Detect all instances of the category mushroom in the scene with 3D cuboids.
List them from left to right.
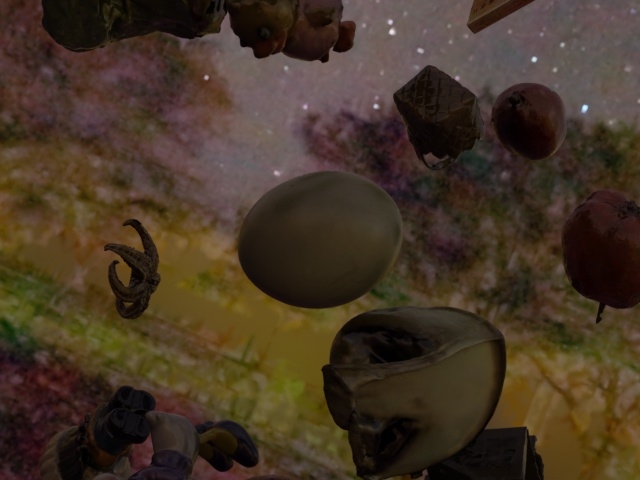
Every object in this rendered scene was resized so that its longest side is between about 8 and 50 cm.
[{"bbox_3d":[0.122,0.238,1.351,0.291,0.218,0.212,-19,34,-30],"label":"mushroom"}]

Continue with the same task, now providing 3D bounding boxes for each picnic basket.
[{"bbox_3d":[0.211,-0.192,1.457,0.138,0.128,0.178,47,-12,38],"label":"picnic basket"}]

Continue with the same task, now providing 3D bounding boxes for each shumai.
[{"bbox_3d":[-0.261,-0.417,1.327,0.263,0.310,0.304,18,19,-5],"label":"shumai"}]

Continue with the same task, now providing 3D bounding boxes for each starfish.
[{"bbox_3d":[-0.320,0.043,1.468,0.074,0.146,0.190,13,-31,6],"label":"starfish"}]

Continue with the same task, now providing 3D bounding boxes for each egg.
[{"bbox_3d":[0.000,0.000,1.366,0.269,0.219,0.219,-16,-25,22],"label":"egg"}]

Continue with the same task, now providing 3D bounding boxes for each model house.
[{"bbox_3d":[0.251,0.423,1.471,0.243,0.212,0.204,-9,23,22],"label":"model house"}]

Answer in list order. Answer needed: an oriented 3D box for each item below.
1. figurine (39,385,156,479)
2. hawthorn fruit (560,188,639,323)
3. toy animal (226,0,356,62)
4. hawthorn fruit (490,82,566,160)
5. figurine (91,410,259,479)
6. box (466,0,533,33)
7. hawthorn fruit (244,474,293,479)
[{"bbox_3d":[-0.467,0.424,1.774,0.204,0.185,0.332,15,-49,-8],"label":"figurine"},{"bbox_3d":[0.527,0.043,1.544,0.207,0.243,0.207,6,28,-3],"label":"hawthorn fruit"},{"bbox_3d":[-0.071,-0.445,1.715,0.281,0.169,0.195,-8,-3,-42],"label":"toy animal"},{"bbox_3d":[0.453,-0.267,1.862,0.169,0.169,0.188,20,-13,28],"label":"hawthorn fruit"},{"bbox_3d":[-0.290,0.412,1.530,0.154,0.193,0.421,-24,5,34],"label":"figurine"},{"bbox_3d":[0.185,-0.239,0.822,0.093,0.058,0.015,-25,-57,38],"label":"box"},{"bbox_3d":[-0.049,0.402,1.113,0.194,0.157,0.157,45,-13,-15],"label":"hawthorn fruit"}]
